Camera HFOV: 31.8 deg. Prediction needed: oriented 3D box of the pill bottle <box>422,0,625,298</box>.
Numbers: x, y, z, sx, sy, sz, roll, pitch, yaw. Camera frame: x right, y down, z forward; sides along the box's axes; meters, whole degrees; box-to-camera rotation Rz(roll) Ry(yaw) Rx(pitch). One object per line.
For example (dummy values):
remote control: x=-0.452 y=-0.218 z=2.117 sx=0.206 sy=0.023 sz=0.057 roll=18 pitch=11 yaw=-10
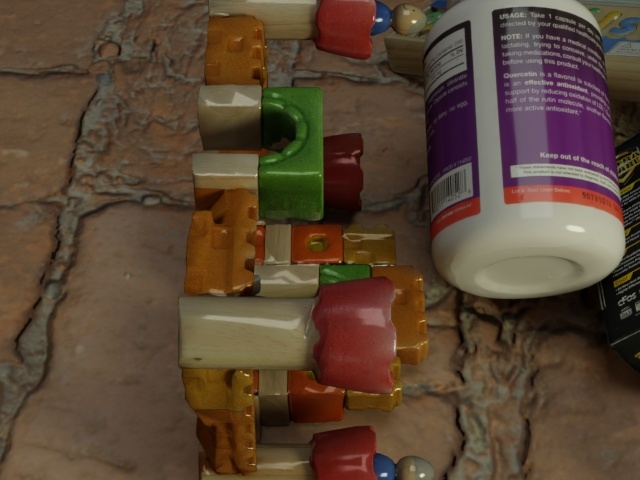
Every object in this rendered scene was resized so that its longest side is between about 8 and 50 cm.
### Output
pill bottle: x=0.193 y=-0.116 z=1.103 sx=0.181 sy=0.181 sz=0.323 roll=0 pitch=68 yaw=0

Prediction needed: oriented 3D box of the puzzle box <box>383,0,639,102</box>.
puzzle box: x=0.310 y=-0.264 z=1.314 sx=0.408 sy=0.052 sz=0.272 roll=15 pitch=44 yaw=44

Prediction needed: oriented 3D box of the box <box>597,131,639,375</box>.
box: x=0.407 y=-0.044 z=1.059 sx=0.322 sy=0.079 sz=0.257 roll=-34 pitch=31 yaw=30

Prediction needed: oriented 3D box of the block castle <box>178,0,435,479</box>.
block castle: x=0.000 y=0.000 z=1.009 sx=0.212 sy=0.303 sz=0.453 roll=1 pitch=49 yaw=-1
